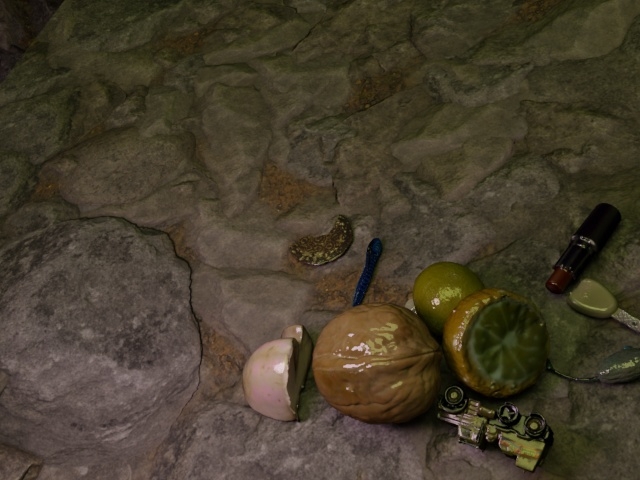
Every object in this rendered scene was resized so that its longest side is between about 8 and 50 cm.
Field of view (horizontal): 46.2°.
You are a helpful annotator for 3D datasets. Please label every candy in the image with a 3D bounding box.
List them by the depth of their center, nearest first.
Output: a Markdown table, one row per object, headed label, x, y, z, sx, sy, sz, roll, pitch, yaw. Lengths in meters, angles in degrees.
| label | x | y | z | sx | sy | sz | roll | pitch | yaw |
| --- | --- | --- | --- | --- | --- | --- | --- | --- | --- |
| candy | 0.409 | 0.237 | 1.753 | 0.260 | 0.259 | 0.118 | -39 | 10 | -14 |

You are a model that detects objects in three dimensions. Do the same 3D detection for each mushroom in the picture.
| label | x | y | z | sx | sy | sz | roll | pitch | yaw |
| --- | --- | --- | --- | --- | --- | --- | --- | --- | --- |
| mushroom | -0.130 | 0.312 | 1.894 | 0.174 | 0.162 | 0.236 | 1 | 52 | 15 |

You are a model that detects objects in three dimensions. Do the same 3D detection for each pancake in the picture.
| label | x | y | z | sx | sy | sz | roll | pitch | yaw |
| --- | --- | --- | --- | --- | --- | --- | --- | --- | --- |
| pancake | 0.000 | 0.000 | 2.192 | 0.191 | 0.020 | 0.184 | -2 | 53 | 13 |

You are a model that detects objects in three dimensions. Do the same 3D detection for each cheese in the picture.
| label | x | y | z | sx | sy | sz | roll | pitch | yaw |
| --- | --- | --- | --- | --- | --- | --- | --- | --- | --- |
| cheese | 0.707 | 0.167 | 1.844 | 0.097 | 0.037 | 0.192 | -43 | 53 | -16 |

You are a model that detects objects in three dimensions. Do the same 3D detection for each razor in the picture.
| label | x | y | z | sx | sy | sz | roll | pitch | yaw |
| --- | --- | --- | --- | --- | --- | --- | --- | --- | --- |
| razor | 0.117 | 0.124 | 2.044 | 0.056 | 0.093 | 0.324 | -29 | 35 | 42 |

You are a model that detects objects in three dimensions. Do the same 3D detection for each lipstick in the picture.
| label | x | y | z | sx | sy | sz | roll | pitch | yaw |
| --- | --- | --- | --- | --- | --- | --- | --- | --- | --- |
| lipstick | 0.677 | 0.023 | 1.938 | 0.081 | 0.081 | 0.299 | 27 | 63 | 31 |

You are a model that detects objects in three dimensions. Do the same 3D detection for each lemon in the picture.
| label | x | y | z | sx | sy | sz | roll | pitch | yaw |
| --- | --- | --- | --- | --- | --- | --- | --- | --- | --- |
| lemon | 0.322 | 0.143 | 1.884 | 0.184 | 0.184 | 0.248 | -26 | 44 | -4 |

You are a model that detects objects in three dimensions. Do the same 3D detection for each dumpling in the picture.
| label | x | y | z | sx | sy | sz | roll | pitch | yaw |
| --- | --- | --- | --- | --- | --- | --- | --- | --- | --- |
| dumpling | 0.239 | 0.180 | 1.970 | 0.059 | 0.043 | 0.077 | -30 | 51 | 21 |

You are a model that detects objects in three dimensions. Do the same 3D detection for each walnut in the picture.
| label | x | y | z | sx | sy | sz | roll | pitch | yaw |
| --- | --- | --- | --- | --- | --- | --- | --- | --- | --- |
| walnut | 0.137 | 0.288 | 1.766 | 0.313 | 0.252 | 0.277 | -16 | 51 | 35 |

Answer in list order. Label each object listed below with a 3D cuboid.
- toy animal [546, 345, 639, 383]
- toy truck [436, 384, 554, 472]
| label | x | y | z | sx | sy | sz | roll | pitch | yaw |
| --- | --- | --- | --- | --- | --- | --- | --- | --- | --- |
| toy animal | 0.658 | 0.299 | 1.749 | 0.253 | 0.070 | 0.079 | -14 | 14 | 21 |
| toy truck | 0.385 | 0.422 | 1.690 | 0.257 | 0.127 | 0.127 | 19 | 75 | 28 |
